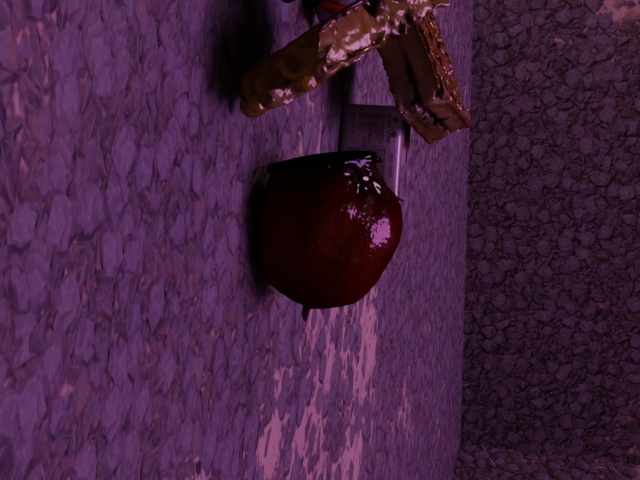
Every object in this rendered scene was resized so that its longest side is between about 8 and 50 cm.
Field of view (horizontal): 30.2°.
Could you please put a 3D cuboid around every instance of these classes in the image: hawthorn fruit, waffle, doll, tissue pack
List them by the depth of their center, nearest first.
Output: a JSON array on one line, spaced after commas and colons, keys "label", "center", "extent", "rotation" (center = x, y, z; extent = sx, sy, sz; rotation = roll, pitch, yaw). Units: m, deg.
[{"label": "waffle", "center": [0.027, -0.233, 1.364], "extent": [0.065, 0.283, 0.309], "rotation": [59, 8, -11]}, {"label": "hawthorn fruit", "center": [0.000, 0.000, 1.517], "extent": [0.189, 0.189, 0.251], "rotation": [-54, 165, -66]}, {"label": "doll", "center": [0.033, -0.367, 1.691], "extent": [0.245, 0.076, 0.142], "rotation": [-73, -179, -53]}, {"label": "waffle", "center": [0.140, -0.325, 1.884], "extent": [0.213, 0.091, 0.308], "rotation": [24, 46, -70]}, {"label": "tissue pack", "center": [0.090, -0.143, 1.947], "extent": [0.099, 0.106, 0.149], "rotation": [16, 79, -76]}]

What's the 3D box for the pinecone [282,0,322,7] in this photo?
[{"label": "pinecone", "center": [0.008, -0.370, 1.323], "extent": [0.221, 0.221, 0.222], "rotation": [5, 90, -77]}]
